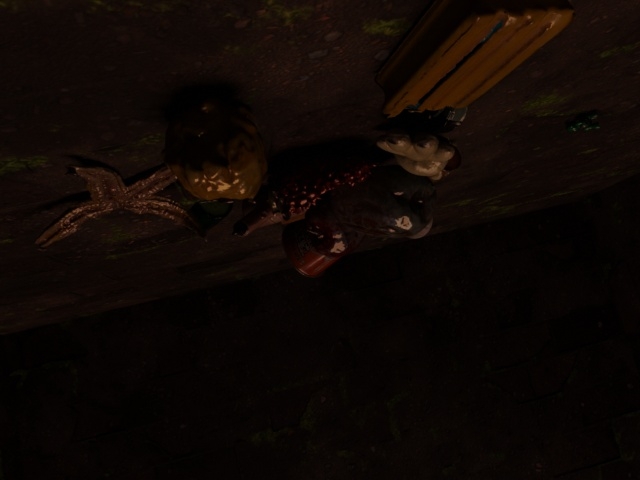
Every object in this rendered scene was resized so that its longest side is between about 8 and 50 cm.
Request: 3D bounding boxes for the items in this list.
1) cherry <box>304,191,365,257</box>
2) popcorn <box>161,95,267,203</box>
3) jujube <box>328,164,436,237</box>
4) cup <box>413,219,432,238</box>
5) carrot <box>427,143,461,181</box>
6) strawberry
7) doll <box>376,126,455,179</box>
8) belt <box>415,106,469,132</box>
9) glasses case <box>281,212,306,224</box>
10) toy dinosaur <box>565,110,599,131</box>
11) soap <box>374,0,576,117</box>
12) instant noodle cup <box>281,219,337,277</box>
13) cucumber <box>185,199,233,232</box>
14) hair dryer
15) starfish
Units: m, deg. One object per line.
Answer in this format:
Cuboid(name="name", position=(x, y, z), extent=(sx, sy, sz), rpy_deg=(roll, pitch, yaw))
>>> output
Cuboid(name="cherry", position=(0.067, -0.066, 1.854), extent=(0.300, 0.230, 0.203), rpy_deg=(-28, -156, -31))
Cuboid(name="popcorn", position=(-0.200, -0.166, 1.002), extent=(0.190, 0.191, 0.253), rpy_deg=(-1, 180, 5))
Cuboid(name="jujube", position=(0.171, -0.118, 1.572), extent=(0.308, 0.215, 0.247), rpy_deg=(12, -169, 42))
Cuboid(name="cup", position=(0.376, -0.121, 2.303), extent=(0.167, 0.221, 0.202), rpy_deg=(21, -170, 35))
Cuboid(name="carrot", position=(0.359, -0.239, 1.722), extent=(0.102, 0.101, 0.263), rpy_deg=(-12, 177, -13))
Cuboid(name="strawberry", position=(-0.013, -0.182, 1.430), extent=(0.306, 0.137, 0.233), rpy_deg=(-31, -165, -10))
Cuboid(name="doll", position=(0.252, -0.248, 1.347), extent=(0.149, 0.175, 0.278), rpy_deg=(-50, 169, 11))
Cuboid(name="belt", position=(0.267, -0.294, 1.178), extent=(0.058, 0.105, 0.140), rpy_deg=(-8, 159, -31))
Cuboid(name="glasses case", position=(-0.068, -0.108, 1.958), extent=(0.170, 0.041, 0.064), rpy_deg=(-14, 156, 2))
Cuboid(name="toy dinosaur", position=(0.840, -0.374, 1.714), extent=(0.096, 0.059, 0.132), rpy_deg=(-13, 180, 28))
Cuboid(name="soap", position=(0.250, -0.335, 0.938), extent=(0.204, 0.096, 0.324), rpy_deg=(-10, 170, -22))
Cuboid(name="instant noodle cup", position=(0.000, 0.000, 2.127), extent=(0.192, 0.250, 0.250), rpy_deg=(-31, 162, 36))
Cuboid(name="cucumber", position=(-0.367, -0.067, 1.703), extent=(0.115, 0.063, 0.244), rpy_deg=(-8, 170, -31))
Cuboid(name="hair dryer", position=(-0.166, -0.069, 1.536), extent=(0.189, 0.106, 0.344), rpy_deg=(-15, -165, 19))
Cuboid(name="starfish", position=(-0.467, -0.082, 1.279), extent=(0.398, 0.132, 0.384), rpy_deg=(5, 156, -24))
